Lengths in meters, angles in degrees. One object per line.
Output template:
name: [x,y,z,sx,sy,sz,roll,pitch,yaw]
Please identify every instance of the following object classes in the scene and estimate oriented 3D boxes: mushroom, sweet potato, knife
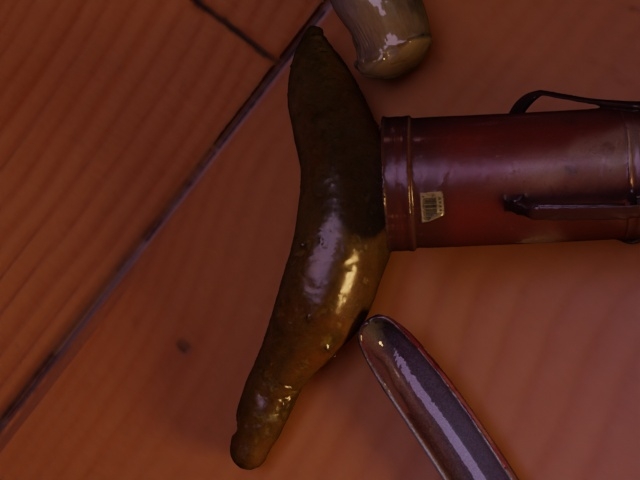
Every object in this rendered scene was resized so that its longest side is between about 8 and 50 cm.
mushroom: [0.043,-0.258,0.923,0.099,0.096,0.277,-18,65,52]
sweet potato: [0.004,0.003,0.881,0.108,0.079,0.346,0,76,52]
knife: [0.102,0.173,0.800,0.123,0.053,0.278,-39,63,16]

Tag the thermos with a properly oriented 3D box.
thermos: [0.158,-0.041,0.790,0.232,0.124,0.098,-1,112,8]
